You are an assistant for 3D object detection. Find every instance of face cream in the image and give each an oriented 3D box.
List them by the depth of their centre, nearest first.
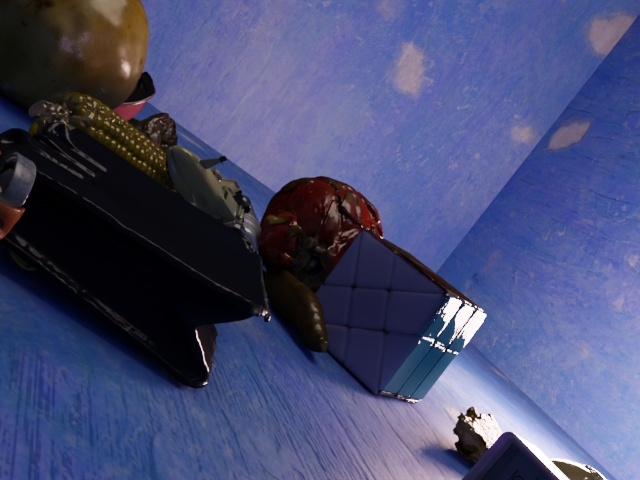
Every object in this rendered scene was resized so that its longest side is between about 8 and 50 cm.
[{"bbox_3d":[-0.175,-0.026,1.474,0.102,0.102,0.345,36,4,-14],"label":"face cream"}]

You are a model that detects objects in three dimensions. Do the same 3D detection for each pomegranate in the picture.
[{"bbox_3d":[-0.494,-0.390,1.391,0.332,0.332,0.332,37,5,-4],"label":"pomegranate"}]

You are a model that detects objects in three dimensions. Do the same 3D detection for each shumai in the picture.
[{"bbox_3d":[-0.311,-0.128,1.331,0.176,0.166,0.206,60,8,2],"label":"shumai"}]

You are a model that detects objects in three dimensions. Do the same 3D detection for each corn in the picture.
[{"bbox_3d":[-0.316,-0.117,1.153,0.130,0.130,0.347,42,1,40],"label":"corn"}]

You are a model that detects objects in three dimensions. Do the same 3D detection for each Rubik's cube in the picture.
[{"bbox_3d":[0.136,0.146,1.361,0.221,0.231,0.224,40,7,32],"label":"Rubik's cube"}]

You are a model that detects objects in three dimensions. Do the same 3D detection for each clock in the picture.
[{"bbox_3d":[0.237,0.334,0.813,0.063,0.150,0.197,38,5,-34],"label":"clock"}]

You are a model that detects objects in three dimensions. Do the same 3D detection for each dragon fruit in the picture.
[{"bbox_3d":[-0.084,-0.003,1.340,0.068,0.112,0.126,9,14,-14],"label":"dragon fruit"},{"bbox_3d":[0.000,0.000,1.540,0.277,0.277,0.342,39,14,15],"label":"dragon fruit"}]

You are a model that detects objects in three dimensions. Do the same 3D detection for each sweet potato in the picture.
[{"bbox_3d":[-0.031,0.126,1.263,0.077,0.077,0.244,33,8,-40],"label":"sweet potato"}]

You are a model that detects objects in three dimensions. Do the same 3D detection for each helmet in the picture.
[{"bbox_3d":[-0.523,-0.352,1.728,0.198,0.154,0.253,-20,60,-41],"label":"helmet"}]

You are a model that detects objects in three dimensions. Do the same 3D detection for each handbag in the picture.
[{"bbox_3d":[-0.222,-0.002,0.830,0.329,0.122,0.303,37,7,-13],"label":"handbag"}]

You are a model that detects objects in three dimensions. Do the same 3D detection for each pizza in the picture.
[{"bbox_3d":[0.294,0.378,1.313,0.147,0.069,0.226,62,17,18],"label":"pizza"}]

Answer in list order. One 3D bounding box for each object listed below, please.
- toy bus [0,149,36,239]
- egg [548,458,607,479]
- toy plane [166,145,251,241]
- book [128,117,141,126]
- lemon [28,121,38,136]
[{"bbox_3d":[-0.335,-0.075,0.547,0.143,0.153,0.329,35,4,-41],"label":"toy bus"},{"bbox_3d":[0.325,0.381,0.981,0.164,0.164,0.201,39,1,16],"label":"egg"},{"bbox_3d":[-0.175,-0.053,1.189,0.242,0.104,0.256,-81,162,-47],"label":"toy plane"},{"bbox_3d":[-0.497,-0.288,1.940,0.260,0.043,0.371,30,8,-42],"label":"book"},{"bbox_3d":[-0.436,-0.168,1.161,0.065,0.065,0.092,35,4,-29],"label":"lemon"}]
